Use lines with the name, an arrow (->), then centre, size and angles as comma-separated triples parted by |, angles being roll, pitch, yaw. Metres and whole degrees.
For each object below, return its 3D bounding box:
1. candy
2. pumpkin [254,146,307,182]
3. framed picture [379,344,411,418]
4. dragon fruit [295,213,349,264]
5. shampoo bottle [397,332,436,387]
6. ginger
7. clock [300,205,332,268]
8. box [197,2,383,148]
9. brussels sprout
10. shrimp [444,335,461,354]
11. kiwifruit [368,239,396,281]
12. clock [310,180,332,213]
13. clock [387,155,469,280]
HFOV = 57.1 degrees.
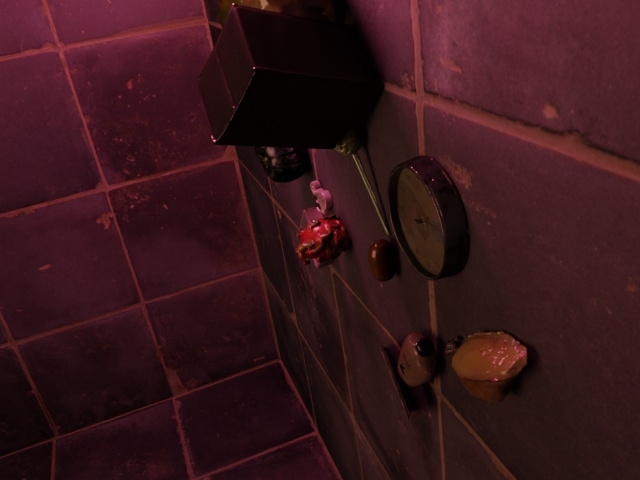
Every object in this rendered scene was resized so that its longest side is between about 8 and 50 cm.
candy -> 0.119, -0.167, 1.576 | 0.092, 0.093, 0.336 | -29, -84, -61
pumpkin -> -0.142, -0.322, 2.150 | 0.233, 0.163, 0.233 | 53, 161, 27
framed picture -> 0.225, 0.409, 1.730 | 0.273, 0.016, 0.217 | 51, -162, -76
dragon fruit -> 0.000, 0.000, 1.961 | 0.166, 0.172, 0.160 | -145, 41, -69
shampoo bottle -> 0.255, 0.317, 1.550 | 0.257, 0.078, 0.127 | 96, 157, -60
ginger -> 0.350, 0.262, 1.153 | 0.123, 0.115, 0.193 | 53, 159, -7
clock -> -0.011, -0.011, 2.207 | 0.150, 0.063, 0.197 | 107, 144, -65
box -> -0.079, -0.373, 1.397 | 0.251, 0.345, 0.205 | -47, 55, 47
brussels sprout -> -0.117, -0.595, 1.539 | 0.371, 0.275, 0.315 | 126, 122, -71
shrimp -> 0.312, 0.245, 1.374 | 0.092, 0.029, 0.038 | 130, 131, -66
kiwifruit -> 0.168, 0.054, 1.593 | 0.075, 0.075, 0.125 | -129, 22, -55
clock -> 0.001, -0.152, 2.051 | 0.129, 0.041, 0.087 | 55, 154, 39
clock -> 0.230, -0.045, 1.299 | 0.280, 0.055, 0.281 | 164, 90, -76
